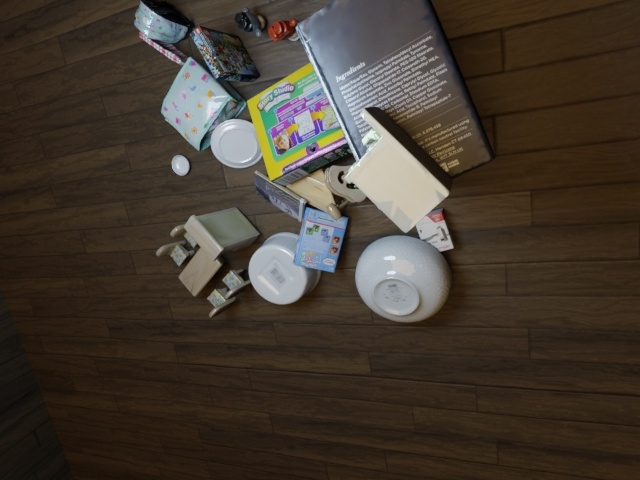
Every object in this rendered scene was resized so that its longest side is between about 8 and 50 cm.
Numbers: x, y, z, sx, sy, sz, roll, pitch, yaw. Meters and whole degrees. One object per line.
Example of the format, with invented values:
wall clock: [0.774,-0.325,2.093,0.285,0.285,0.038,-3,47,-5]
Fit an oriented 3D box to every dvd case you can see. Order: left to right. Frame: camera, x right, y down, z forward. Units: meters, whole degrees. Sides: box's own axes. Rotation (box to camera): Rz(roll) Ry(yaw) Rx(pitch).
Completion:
dvd case: [-0.149,-0.159,1.525,0.221,0.018,0.164,32,158,8]

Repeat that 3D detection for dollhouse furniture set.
dollhouse furniture set: [-0.463,0.074,1.626,0.362,0.256,0.394,48,117,9]

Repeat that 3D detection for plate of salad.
plate of salad: [-0.307,-0.363,1.529,0.200,0.048,0.199,-4,130,-5]

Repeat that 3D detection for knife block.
knife block: [-0.069,-0.196,1.502,0.242,0.088,0.275,-17,101,26]

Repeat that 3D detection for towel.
towel: [-0.540,-0.688,1.489,0.197,0.144,0.029,36,111,7]

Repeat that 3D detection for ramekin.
ramekin: [-0.147,0.117,1.607,0.278,0.135,0.276,7,109,19]

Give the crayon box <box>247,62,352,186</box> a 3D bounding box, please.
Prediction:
crayon box: [-0.038,-0.398,1.354,0.363,0.106,0.312,-22,77,22]

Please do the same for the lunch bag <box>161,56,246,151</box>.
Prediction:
lunch bag: [-0.444,-0.491,1.510,0.223,0.160,0.262,45,111,1]

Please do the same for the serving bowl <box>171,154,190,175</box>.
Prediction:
serving bowl: [-0.572,-0.312,1.688,0.084,0.027,0.083,6,109,19]

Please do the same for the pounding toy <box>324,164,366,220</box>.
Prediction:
pounding toy: [0.096,-0.211,1.398,0.269,0.155,0.154,-44,101,-6]

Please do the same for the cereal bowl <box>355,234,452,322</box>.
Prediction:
cereal bowl: [0.275,0.158,1.422,0.340,0.141,0.338,12,124,18]

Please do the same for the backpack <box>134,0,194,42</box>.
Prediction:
backpack: [-0.563,-0.776,1.447,0.152,0.182,0.115,36,116,6]

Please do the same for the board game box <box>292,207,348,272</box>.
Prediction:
board game box: [0.000,0.000,1.489,0.160,0.039,0.211,13,95,-22]

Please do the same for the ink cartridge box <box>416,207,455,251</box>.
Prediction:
ink cartridge box: [0.390,-0.029,1.397,0.099,0.056,0.135,-18,100,25]

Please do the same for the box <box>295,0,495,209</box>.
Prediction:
box: [0.230,-0.391,1.104,0.298,0.480,0.471,-24,98,24]

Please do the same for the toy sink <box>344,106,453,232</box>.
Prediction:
toy sink: [0.147,-0.151,0.861,0.234,0.153,0.131,45,116,1]

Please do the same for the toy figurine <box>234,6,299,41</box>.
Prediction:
toy figurine: [-0.156,-0.762,1.316,0.210,0.148,0.212,20,122,20]

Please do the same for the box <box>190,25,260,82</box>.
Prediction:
box: [-0.312,-0.619,1.373,0.044,0.233,0.159,-26,97,27]
